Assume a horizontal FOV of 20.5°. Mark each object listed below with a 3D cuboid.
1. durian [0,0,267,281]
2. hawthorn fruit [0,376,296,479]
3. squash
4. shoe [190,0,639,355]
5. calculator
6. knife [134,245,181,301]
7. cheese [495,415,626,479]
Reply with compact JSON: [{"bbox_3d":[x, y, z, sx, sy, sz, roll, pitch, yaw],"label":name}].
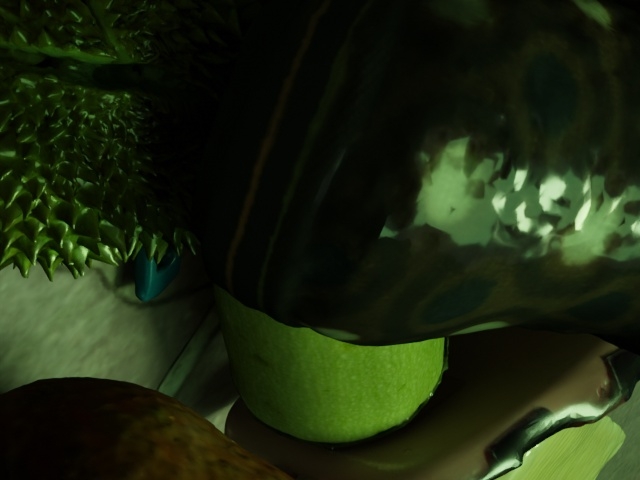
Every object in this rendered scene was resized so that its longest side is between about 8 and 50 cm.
[{"bbox_3d":[-0.087,-0.078,0.688,0.198,0.146,0.159,-44,154,-48],"label":"durian"},{"bbox_3d":[-0.096,0.226,0.896,0.285,0.285,0.369,-50,158,-7],"label":"hawthorn fruit"},{"bbox_3d":[0.000,0.000,0.949,0.132,0.132,0.247,-43,152,-21],"label":"squash"},{"bbox_3d":[0.126,-0.013,0.724,0.384,0.237,0.171,-8,125,-62],"label":"shoe"},{"bbox_3d":[0.091,0.077,1.120,0.330,0.220,0.048,-30,120,-38],"label":"calculator"},{"bbox_3d":[-0.069,-0.077,0.851,0.044,0.026,0.296,-48,157,-40],"label":"knife"},{"bbox_3d":[0.109,0.211,1.414,0.265,0.124,0.242,-52,151,-1],"label":"cheese"}]
